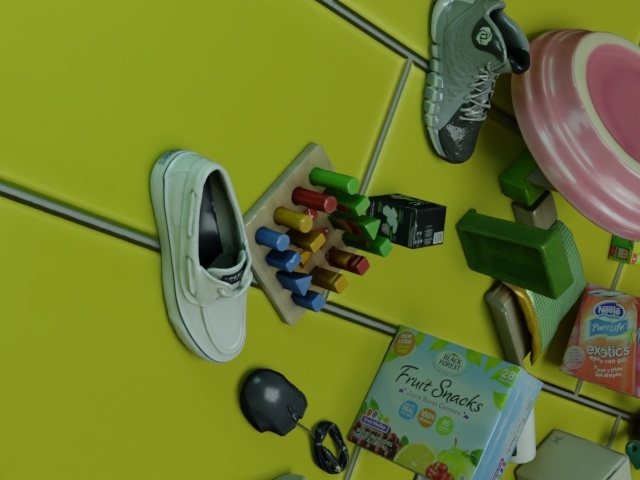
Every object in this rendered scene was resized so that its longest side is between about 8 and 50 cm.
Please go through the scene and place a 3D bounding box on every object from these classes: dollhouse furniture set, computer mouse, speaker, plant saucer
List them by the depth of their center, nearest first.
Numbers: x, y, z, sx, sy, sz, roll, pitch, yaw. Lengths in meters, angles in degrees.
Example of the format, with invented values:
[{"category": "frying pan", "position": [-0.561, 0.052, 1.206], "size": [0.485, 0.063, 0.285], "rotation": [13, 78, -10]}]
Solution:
[{"category": "computer mouse", "position": [-0.022, 0.232, 1.492], "size": [0.242, 0.041, 0.071], "rotation": [46, 68, -44]}, {"category": "plant saucer", "position": [0.411, -0.161, 1.645], "size": [0.332, 0.084, 0.332], "rotation": [20, 52, -28]}, {"category": "dollhouse furniture set", "position": [0.344, 0.046, 1.725], "size": [0.197, 0.151, 0.301], "rotation": [-44, 130, -27]}, {"category": "speaker", "position": [0.298, 0.267, 1.818], "size": [0.055, 0.055, 0.136], "rotation": [-26, 121, -38]}]

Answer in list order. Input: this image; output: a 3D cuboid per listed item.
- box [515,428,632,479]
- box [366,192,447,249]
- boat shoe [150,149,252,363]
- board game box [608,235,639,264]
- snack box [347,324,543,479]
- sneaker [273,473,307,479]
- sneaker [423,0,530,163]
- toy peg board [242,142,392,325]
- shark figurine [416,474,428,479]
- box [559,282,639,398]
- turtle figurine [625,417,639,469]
[{"category": "box", "position": [0.429, 0.475, 1.954], "size": [0.121, 0.148, 0.311], "rotation": [-37, 125, -32]}, {"category": "box", "position": [0.107, -0.025, 1.509], "size": [0.062, 0.083, 0.052], "rotation": [-9, 110, -44]}, {"category": "boat shoe", "position": [-0.118, 0.029, 1.296], "size": [0.095, 0.084, 0.258], "rotation": [-35, 125, -34]}, {"category": "board game box", "position": [0.531, -0.052, 1.964], "size": [0.092, 0.043, 0.181], "rotation": [2, 101, -46]}, {"category": "snack box", "position": [0.159, 0.221, 1.550], "size": [0.070, 0.207, 0.174], "rotation": [36, 78, -46]}, {"category": "sneaker", "position": [-0.071, 0.349, 1.465], "size": [0.152, 0.058, 0.084], "rotation": [-17, 106, -49]}, {"category": "sneaker", "position": [0.204, -0.198, 1.519], "size": [0.086, 0.132, 0.228], "rotation": [-22, 117, -40]}, {"category": "toy peg board", "position": [0.000, 0.000, 1.413], "size": [0.160, 0.079, 0.161], "rotation": [-49, 132, -23]}, {"category": "shark figurine", "position": [0.208, 0.364, 1.719], "size": [0.278, 0.116, 0.166], "rotation": [-46, 132, -23]}, {"category": "box", "position": [0.526, 0.177, 1.937], "size": [0.300, 0.142, 0.154], "rotation": [20, 87, -54]}, {"category": "turtle figurine", "position": [0.610, 0.350, 2.118], "size": [0.234, 0.118, 0.175], "rotation": [19, 92, -61]}]
